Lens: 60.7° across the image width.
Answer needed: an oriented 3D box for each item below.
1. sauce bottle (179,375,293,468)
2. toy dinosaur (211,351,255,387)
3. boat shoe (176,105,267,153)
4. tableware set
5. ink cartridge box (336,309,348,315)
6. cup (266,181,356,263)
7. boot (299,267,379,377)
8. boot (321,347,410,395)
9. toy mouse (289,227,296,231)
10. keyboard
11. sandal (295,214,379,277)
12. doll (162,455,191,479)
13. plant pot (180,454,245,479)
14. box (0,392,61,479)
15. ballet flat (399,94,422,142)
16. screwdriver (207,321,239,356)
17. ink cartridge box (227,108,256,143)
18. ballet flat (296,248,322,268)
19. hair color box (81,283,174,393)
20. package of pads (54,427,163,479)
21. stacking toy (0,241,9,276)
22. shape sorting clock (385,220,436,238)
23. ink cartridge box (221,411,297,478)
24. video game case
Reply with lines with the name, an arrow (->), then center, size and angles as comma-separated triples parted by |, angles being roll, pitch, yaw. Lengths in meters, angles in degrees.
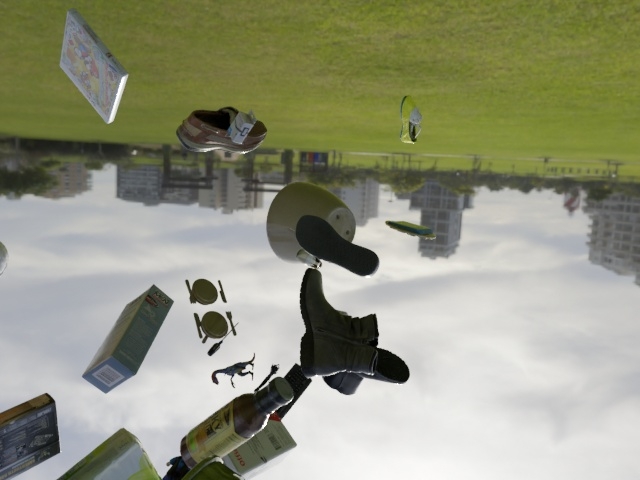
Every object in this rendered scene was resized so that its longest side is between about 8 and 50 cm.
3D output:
sauce bottle -> -0.217, 0.470, 1.421 | 0.344, 0.111, 0.111 | -39, 175, 16
toy dinosaur -> -0.173, 0.261, 1.084 | 0.082, 0.047, 0.090 | 4, -162, -4
boat shoe -> -0.289, -0.351, 1.709 | 0.323, 0.120, 0.123 | -17, -116, -47
tableware set -> -0.327, 0.202, 1.590 | 0.128, 0.194, 0.039 | 6, 144, -45
ink cartridge box -> 0.033, 0.296, 1.867 | 0.088, 0.052, 0.122 | 6, -139, 47
cup -> -0.006, -0.054, 2.074 | 0.330, 0.332, 0.236 | -3, -171, -42
boot -> 0.059, 0.228, 1.566 | 0.222, 0.339, 0.118 | -9, 153, 12
boot -> 0.136, 0.418, 1.711 | 0.246, 0.207, 0.094 | 22, -134, 4
toy mouse -> 0.000, 0.000, 1.722 | 0.160, 0.031, 0.143 | 19, -174, 28
keyboard -> -0.202, 0.690, 2.494 | 0.201, 0.317, 0.033 | 35, 164, 21
sandal -> 0.038, 0.023, 1.423 | 0.254, 0.097, 0.054 | 33, 176, 22
doll -> -0.465, 0.766, 1.779 | 0.129, 0.046, 0.189 | 19, -122, 27
plant pot -> -0.135, 0.641, 0.974 | 0.352, 0.367, 0.366 | 23, -167, 15
box -> -0.809, 0.532, 1.431 | 0.056, 0.183, 0.231 | 23, -152, 34
ballet flat -> 0.346, -0.451, 2.063 | 0.077, 0.077, 0.231 | 29, 156, 21
screwdriver -> -0.309, 0.318, 1.774 | 0.025, 0.024, 0.170 | 17, -143, 26
ink cartridge box -> -0.204, -0.299, 1.418 | 0.028, 0.083, 0.048 | 8, -137, -44
ballet flat -> -0.032, 0.065, 1.894 | 0.052, 0.057, 0.168 | 28, 179, 21
hair color box -> -0.686, 0.348, 1.979 | 0.185, 0.113, 0.375 | -33, -156, 27
package of pads -> -0.589, 0.718, 1.589 | 0.101, 0.297, 0.229 | 22, -132, 40
stacking toy -> -0.935, 0.158, 1.332 | 0.479, 0.351, 0.350 | -36, -178, 9
shape sorting clock -> 0.351, -0.041, 2.143 | 0.206, 0.041, 0.206 | 11, -170, -2
ink cartridge box -> -0.243, 0.670, 1.806 | 0.272, 0.114, 0.197 | -3, -134, -53
video game case -> -0.591, -0.442, 1.412 | 0.026, 0.206, 0.227 | -41, -177, -36
